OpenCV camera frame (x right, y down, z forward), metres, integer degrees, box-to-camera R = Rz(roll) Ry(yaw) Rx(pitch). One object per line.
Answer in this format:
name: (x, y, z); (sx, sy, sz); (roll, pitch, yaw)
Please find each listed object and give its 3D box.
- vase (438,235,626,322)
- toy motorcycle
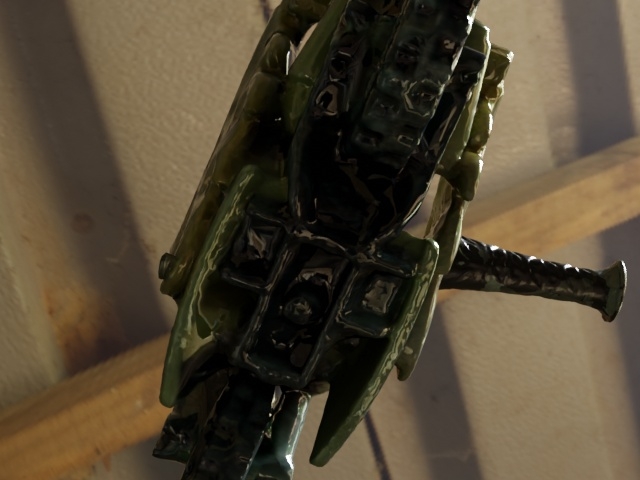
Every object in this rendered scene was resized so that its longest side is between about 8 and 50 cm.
vase: (0.180, 0.030, 1.060); (0.167, 0.059, 0.059); (10, -84, -5)
toy motorcycle: (0.000, 0.000, 0.736); (0.169, 0.237, 0.410); (23, -65, -6)
